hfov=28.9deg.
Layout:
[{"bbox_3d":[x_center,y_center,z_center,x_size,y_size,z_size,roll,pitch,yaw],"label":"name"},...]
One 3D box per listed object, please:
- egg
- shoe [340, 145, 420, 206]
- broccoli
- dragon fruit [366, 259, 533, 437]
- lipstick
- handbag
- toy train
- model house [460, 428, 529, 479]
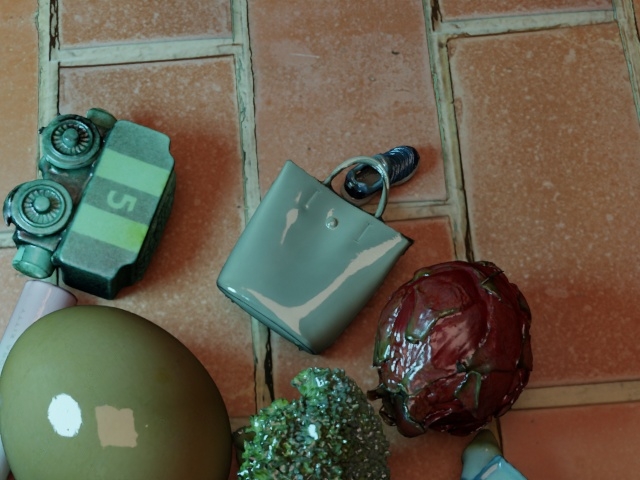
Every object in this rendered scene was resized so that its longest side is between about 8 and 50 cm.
[{"bbox_3d":[-0.292,0.259,1.738,0.301,0.301,0.374,-39,61,-14],"label":"egg"},{"bbox_3d":[0.097,-0.114,2.012,0.143,0.071,0.064,-30,70,-12],"label":"shoe"},{"bbox_3d":[-0.020,0.332,1.738,0.235,0.260,0.288,45,76,3],"label":"broccoli"},{"bbox_3d":[0.193,0.161,1.799,0.244,0.244,0.299,28,53,12],"label":"dragon fruit"},{"bbox_3d":[-0.464,0.222,1.870,0.087,0.087,0.327,15,68,7],"label":"lipstick"},{"bbox_3d":[0.000,0.000,1.911,0.241,0.109,0.315,34,86,11],"label":"handbag"},{"bbox_3d":[-0.358,-0.059,1.958,0.238,0.167,0.299,20,70,-1],"label":"toy train"},{"bbox_3d":[0.232,0.417,1.741,0.267,0.194,0.325,-13,38,25],"label":"model house"}]
